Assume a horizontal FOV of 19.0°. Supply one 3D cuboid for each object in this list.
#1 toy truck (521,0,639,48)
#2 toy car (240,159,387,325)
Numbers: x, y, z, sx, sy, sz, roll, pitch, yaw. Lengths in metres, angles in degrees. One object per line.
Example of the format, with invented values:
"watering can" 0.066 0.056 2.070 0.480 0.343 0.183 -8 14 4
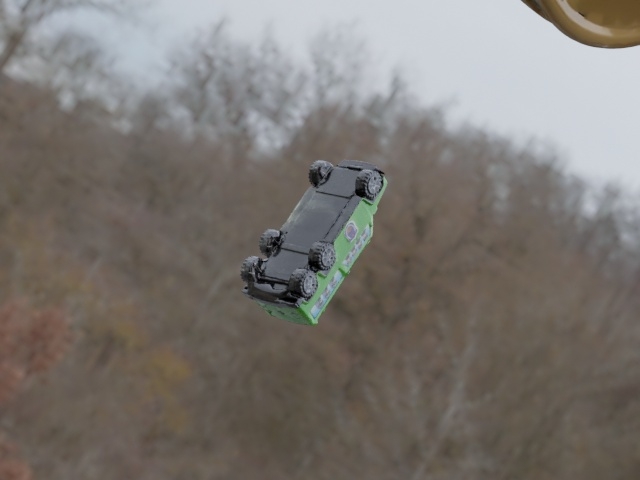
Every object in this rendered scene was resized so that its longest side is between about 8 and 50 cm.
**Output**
"toy truck" 0.203 -0.269 1.354 0.212 0.204 0.288 -114 178 -48
"toy car" 0.000 0.000 1.700 0.071 0.165 0.062 12 -32 37
